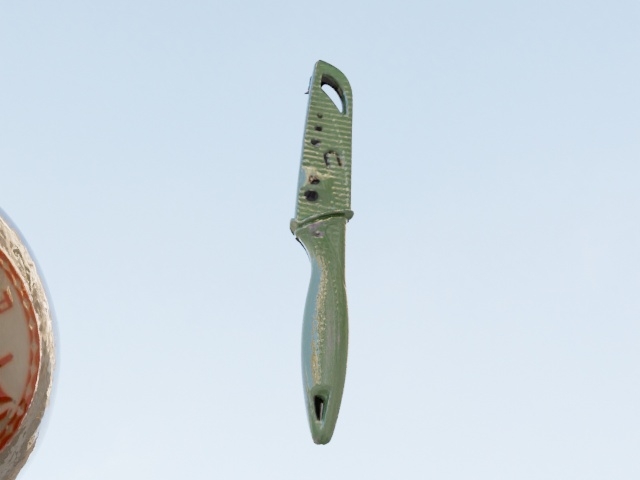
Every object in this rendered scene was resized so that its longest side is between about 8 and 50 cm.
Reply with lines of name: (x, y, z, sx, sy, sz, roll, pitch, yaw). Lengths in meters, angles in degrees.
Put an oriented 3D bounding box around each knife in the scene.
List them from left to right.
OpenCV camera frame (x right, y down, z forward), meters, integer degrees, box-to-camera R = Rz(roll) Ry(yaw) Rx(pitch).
knife: (0.000, -0.001, 1.039, 0.043, 0.293, 0.020, 10, -34, -9)

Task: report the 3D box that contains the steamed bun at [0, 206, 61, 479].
steamed bun: (-0.238, 0.061, 0.841, 0.231, 0.145, 0.232, 2, -93, -34)
